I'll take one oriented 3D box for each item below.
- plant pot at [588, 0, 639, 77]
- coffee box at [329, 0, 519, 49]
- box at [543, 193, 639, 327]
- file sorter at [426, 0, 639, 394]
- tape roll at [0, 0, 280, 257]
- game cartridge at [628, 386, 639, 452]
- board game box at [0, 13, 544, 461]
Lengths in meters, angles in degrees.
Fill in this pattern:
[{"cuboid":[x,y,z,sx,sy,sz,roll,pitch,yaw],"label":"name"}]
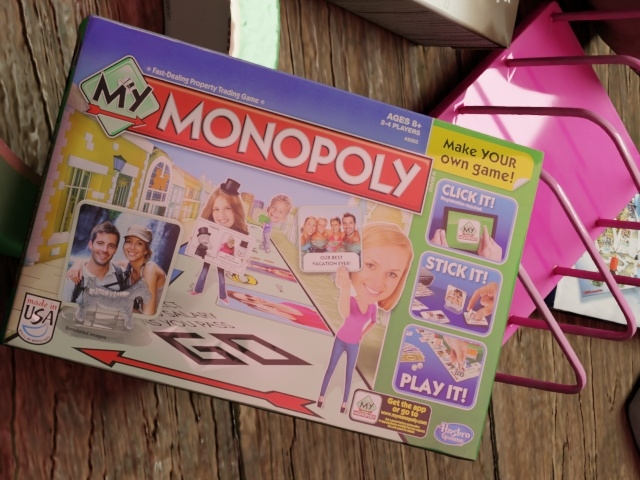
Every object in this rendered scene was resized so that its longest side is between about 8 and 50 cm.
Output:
[{"cuboid":[0.299,-0.335,1.448,0.280,0.323,0.323,36,68,-25],"label":"plant pot"},{"cuboid":[0.053,-0.252,1.321,0.246,0.098,0.141,17,82,-46],"label":"coffee box"},{"cuboid":[0.288,0.001,1.631,0.233,0.044,0.159,14,84,-46],"label":"box"},{"cuboid":[0.206,-0.038,1.405,0.291,0.182,0.202,-45,117,-25],"label":"file sorter"},{"cuboid":[-0.165,-0.145,1.125,0.321,0.077,0.321,-6,98,-46],"label":"tape roll"},{"cuboid":[0.425,0.208,1.793,0.294,0.060,0.196,55,54,-34],"label":"game cartridge"},{"cuboid":[-0.027,0.003,1.088,0.317,0.046,0.214,15,83,-15],"label":"board game box"}]
